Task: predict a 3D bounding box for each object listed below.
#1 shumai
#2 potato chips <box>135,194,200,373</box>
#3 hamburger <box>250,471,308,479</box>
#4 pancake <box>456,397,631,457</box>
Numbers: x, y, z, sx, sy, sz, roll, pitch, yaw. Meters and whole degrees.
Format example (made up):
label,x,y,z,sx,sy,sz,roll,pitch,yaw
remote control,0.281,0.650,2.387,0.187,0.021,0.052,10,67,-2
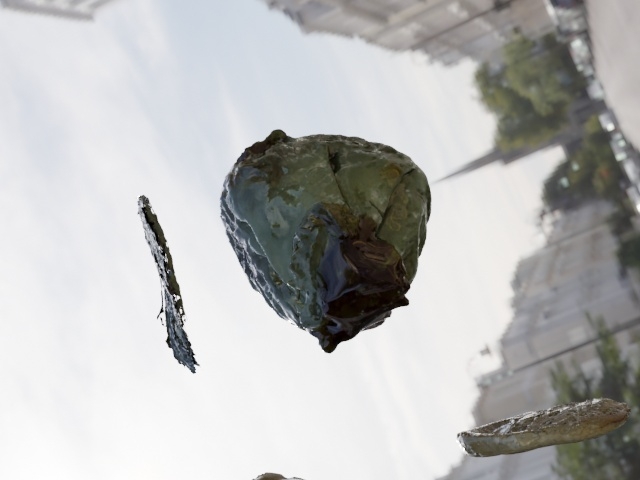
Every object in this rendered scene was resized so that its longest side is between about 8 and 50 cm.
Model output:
label,x,y,z,sx,sy,sz,roll,pitch,yaw
shumai,-0.006,-0.002,0.988,0.142,0.184,0.184,-49,-65,-81
potato chips,-0.174,0.054,1.404,0.220,0.029,0.202,90,158,-52
hamburger,-0.015,0.312,0.895,0.302,0.170,0.302,16,-110,-53
pancake,0.173,0.145,0.958,0.139,0.139,0.022,5,-108,-74
